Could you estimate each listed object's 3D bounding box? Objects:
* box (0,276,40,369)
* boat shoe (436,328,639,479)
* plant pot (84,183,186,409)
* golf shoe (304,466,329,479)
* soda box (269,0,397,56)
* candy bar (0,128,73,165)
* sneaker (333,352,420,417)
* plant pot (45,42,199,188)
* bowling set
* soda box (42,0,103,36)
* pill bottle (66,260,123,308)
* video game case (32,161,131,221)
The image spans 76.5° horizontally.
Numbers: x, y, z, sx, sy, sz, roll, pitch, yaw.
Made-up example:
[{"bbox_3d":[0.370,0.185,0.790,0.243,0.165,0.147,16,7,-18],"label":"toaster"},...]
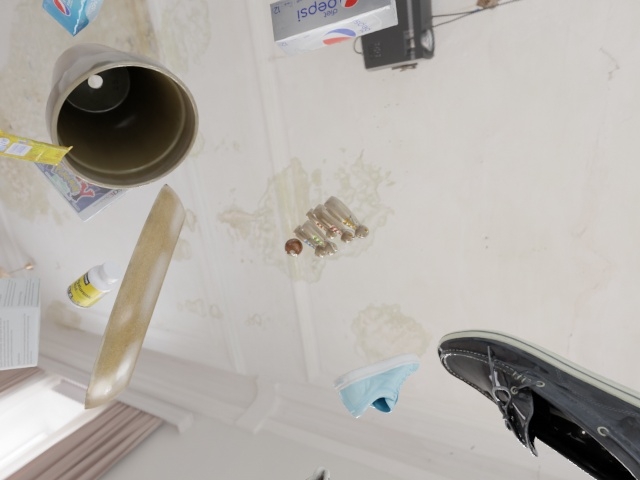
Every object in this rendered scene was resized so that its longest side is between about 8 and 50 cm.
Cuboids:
[{"bbox_3d":[-0.463,0.120,0.593,0.102,0.087,0.101,35,-62,51],"label":"box"},{"bbox_3d":[0.418,0.317,0.794,0.500,0.156,0.186,19,-40,53],"label":"boat shoe"},{"bbox_3d":[-0.187,0.056,0.431,0.032,0.236,0.236,19,-54,-18],"label":"plant pot"},{"bbox_3d":[-0.069,0.515,0.740,0.105,0.273,0.120,14,-85,28],"label":"golf shoe"},{"bbox_3d":[0.030,-0.532,0.956,0.286,0.091,0.098,-8,-92,19],"label":"soda box"},{"bbox_3d":[-0.405,-0.128,0.570,0.018,0.161,0.040,44,-88,-4],"label":"candy bar"},{"bbox_3d":[0.204,0.470,1.302,0.135,0.366,0.150,-48,-123,44],"label":"sneaker"},{"bbox_3d":[-0.512,-0.333,0.995,0.280,0.323,0.323,45,-52,29],"label":"plant pot"},{"bbox_3d":[0.000,0.000,1.217,0.154,0.200,0.287,42,-11,-8],"label":"bowling set"},{"bbox_3d":[-0.436,-0.456,0.727,0.071,0.067,0.210,45,-28,-27],"label":"soda box"},{"bbox_3d":[-0.486,0.094,0.881,0.116,0.065,0.065,-34,-90,15],"label":"pill bottle"},{"bbox_3d":[-0.630,-0.183,1.102,0.201,0.183,0.023,52,-11,-8],"label":"video game case"}]
